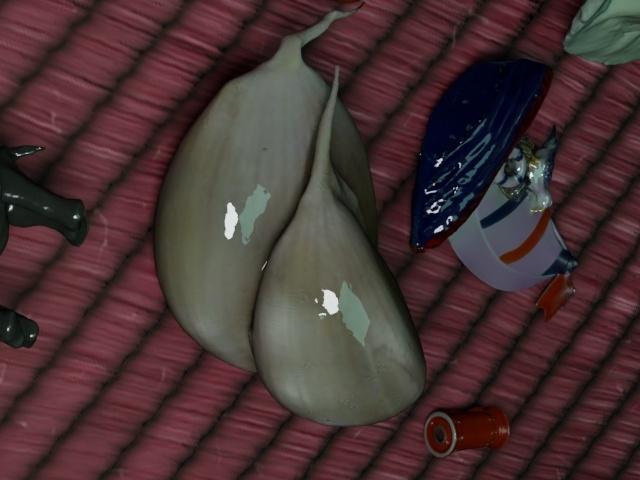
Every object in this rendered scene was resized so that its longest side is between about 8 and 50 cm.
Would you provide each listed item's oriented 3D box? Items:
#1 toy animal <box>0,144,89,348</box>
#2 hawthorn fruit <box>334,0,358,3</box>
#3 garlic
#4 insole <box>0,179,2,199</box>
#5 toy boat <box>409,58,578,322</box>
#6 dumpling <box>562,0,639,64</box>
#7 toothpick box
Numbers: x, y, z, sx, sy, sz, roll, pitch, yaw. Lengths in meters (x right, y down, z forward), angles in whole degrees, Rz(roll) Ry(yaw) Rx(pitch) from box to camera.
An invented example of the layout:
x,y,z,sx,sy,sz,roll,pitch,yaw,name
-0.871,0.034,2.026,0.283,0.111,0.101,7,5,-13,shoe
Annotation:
x,y,z,sx,sy,sz,roll,pitch,yaw,name
-0.278,0.033,1.452,0.114,0.146,0.245,110,2,-56,toy animal
0.019,-0.249,1.669,0.093,0.093,0.093,-12,109,-38,hawthorn fruit
0.000,0.000,1.618,0.246,0.231,0.340,-17,118,-33,garlic
-0.342,-0.149,1.366,0.119,0.009,0.348,-37,105,-22,insole
0.168,-0.027,1.874,0.219,0.072,0.318,-35,131,-32,toy boat
0.365,-0.306,1.876,0.320,0.270,0.212,-6,83,-15,dumpling
0.148,0.191,1.914,0.083,0.047,0.047,-2,103,-41,toothpick box
